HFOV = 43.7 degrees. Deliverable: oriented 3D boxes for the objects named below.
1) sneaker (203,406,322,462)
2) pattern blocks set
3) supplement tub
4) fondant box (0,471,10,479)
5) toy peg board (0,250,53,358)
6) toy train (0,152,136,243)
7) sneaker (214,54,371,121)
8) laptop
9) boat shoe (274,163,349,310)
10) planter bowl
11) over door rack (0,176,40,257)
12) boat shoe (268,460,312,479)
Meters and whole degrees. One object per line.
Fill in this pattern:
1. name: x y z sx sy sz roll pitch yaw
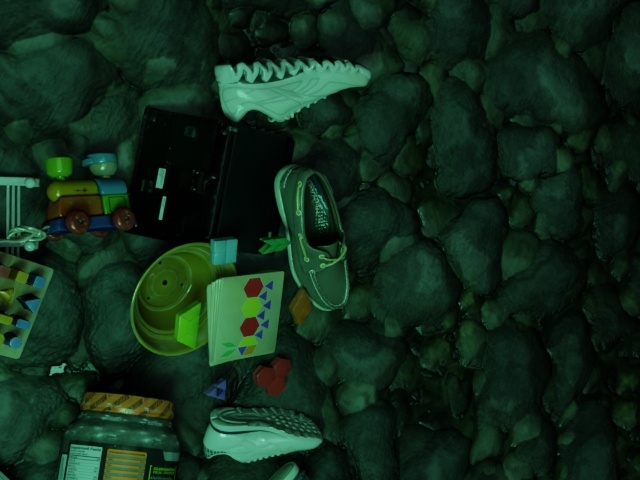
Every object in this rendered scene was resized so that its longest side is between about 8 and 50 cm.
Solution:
1. sneaker: -0.112 0.386 1.561 0.235 0.090 0.095 10 106 -17
2. pattern blocks set: -0.141 0.144 1.484 0.285 0.026 0.325 5 105 -39
3. supplement tub: -0.356 0.440 1.375 0.207 0.207 0.338 13 73 -21
4. fondant box: -0.608 0.457 1.285 0.096 0.238 0.330 -35 106 16
5. toy peg board: -0.518 0.101 1.274 0.160 0.079 0.161 25 82 -39
6. toy train: -0.436 -0.075 1.334 0.248 0.105 0.143 -6 87 -46
7. sneaker: -0.049 -0.284 1.488 0.292 0.110 0.118 -6 106 -11
8. laptop: -0.204 -0.105 1.495 0.264 0.136 0.234 11 93 5
9. boat shoe: -0.004 0.002 1.530 0.109 0.091 0.305 -25 108 -28
10. planter bowl: -0.263 0.090 1.441 0.217 0.090 0.217 -20 123 -34
11. over door rack: -0.631 0.007 1.305 0.324 0.108 0.239 1 95 -20
12. boat shoe: -0.116 0.551 1.568 0.079 0.095 0.254 47 71 -7
